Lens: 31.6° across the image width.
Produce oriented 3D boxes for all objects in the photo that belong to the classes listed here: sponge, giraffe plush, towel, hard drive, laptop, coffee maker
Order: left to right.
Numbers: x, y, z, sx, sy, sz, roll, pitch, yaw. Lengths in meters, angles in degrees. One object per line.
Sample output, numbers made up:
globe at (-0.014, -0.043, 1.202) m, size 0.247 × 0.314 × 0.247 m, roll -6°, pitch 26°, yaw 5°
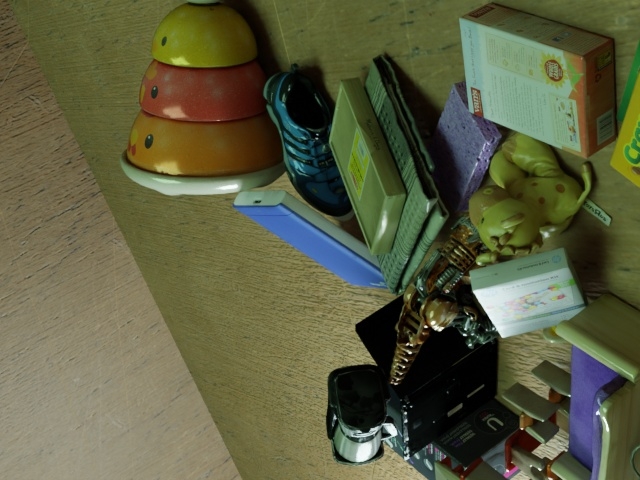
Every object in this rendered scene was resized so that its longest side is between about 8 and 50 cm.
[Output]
hard drive at (0.000, 0.000, 2.230) m, size 0.319 × 0.040 × 0.210 m, roll 33°, pitch 166°, yaw -25°
coffee maker at (0.055, 0.289, 1.990) m, size 0.171 × 0.120 × 0.178 m, roll 54°, pitch 160°, yaw 27°
towel at (0.128, -0.110, 1.965) m, size 0.324 × 0.056 × 0.312 m, roll 105°, pitch 152°, yaw -59°
laptop at (0.198, 0.227, 2.080) m, size 0.136 × 0.234 × 0.264 m, roll 39°, pitch 149°, yaw 38°
sponge at (0.226, -0.147, 1.823) m, size 0.117 × 0.031 × 0.210 m, roll 63°, pitch 160°, yaw 25°
giraffe plush at (0.293, -0.042, 1.676) m, size 0.210 × 0.170 × 0.181 m, roll 34°, pitch 145°, yaw 42°

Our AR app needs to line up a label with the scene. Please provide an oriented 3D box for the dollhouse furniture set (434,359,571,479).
dollhouse furniture set at (0.335, 0.363, 1.947) m, size 0.135 × 0.259 × 0.262 m, roll 31°, pitch 142°, yaw 39°

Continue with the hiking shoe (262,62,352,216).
hiking shoe at (-0.018, -0.181, 2.149) m, size 0.304 × 0.113 × 0.132 m, roll 62°, pitch 166°, yaw -8°

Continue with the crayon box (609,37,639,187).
crayon box at (0.475, -0.114, 1.366) m, size 0.318 × 0.081 × 0.202 m, roll 44°, pitch 152°, yaw 30°

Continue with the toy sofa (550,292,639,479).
toy sofa at (0.436, 0.278, 1.764) m, size 0.150 × 0.177 × 0.362 m, roll 36°, pitch 148°, yaw 39°

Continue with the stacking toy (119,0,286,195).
stacking toy at (-0.233, -0.353, 2.248) m, size 0.351 × 0.351 × 0.479 m, roll 26°, pitch 122°, yaw 50°

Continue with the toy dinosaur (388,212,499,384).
toy dinosaur at (0.206, 0.095, 1.920) m, size 0.322 × 0.218 × 0.164 m, roll -41°, pitch 58°, yaw 24°

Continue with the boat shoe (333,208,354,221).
boat shoe at (0.008, -0.116, 2.259) m, size 0.184 × 0.066 × 0.063 m, roll 54°, pitch 169°, yaw 6°

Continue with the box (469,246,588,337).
box at (0.320, 0.082, 1.711) m, size 0.186 × 0.145 × 0.038 m, roll 52°, pitch -152°, yaw -54°

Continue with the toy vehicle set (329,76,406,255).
toy vehicle set at (0.077, -0.129, 1.960) m, size 0.166 × 0.035 × 0.267 m, roll 102°, pitch 154°, yaw -54°

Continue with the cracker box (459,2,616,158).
cracker box at (0.301, -0.227, 1.578) m, size 0.232 × 0.067 × 0.155 m, roll 31°, pitch 142°, yaw 44°

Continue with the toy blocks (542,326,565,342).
toy blocks at (0.351, 0.083, 1.838) m, size 0.123 × 0.054 × 0.148 m, roll 21°, pitch 136°, yaw 43°

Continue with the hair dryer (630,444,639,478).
hair dryer at (0.597, 0.431, 1.689) m, size 0.293 × 0.080 × 0.223 m, roll 19°, pitch 147°, yaw 27°

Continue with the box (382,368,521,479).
box at (0.252, 0.373, 2.225) m, size 0.270 × 0.165 × 0.143 m, roll 36°, pitch 146°, yaw 41°
